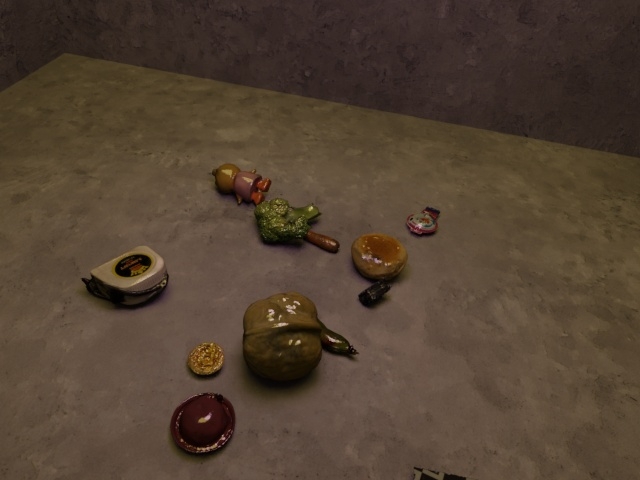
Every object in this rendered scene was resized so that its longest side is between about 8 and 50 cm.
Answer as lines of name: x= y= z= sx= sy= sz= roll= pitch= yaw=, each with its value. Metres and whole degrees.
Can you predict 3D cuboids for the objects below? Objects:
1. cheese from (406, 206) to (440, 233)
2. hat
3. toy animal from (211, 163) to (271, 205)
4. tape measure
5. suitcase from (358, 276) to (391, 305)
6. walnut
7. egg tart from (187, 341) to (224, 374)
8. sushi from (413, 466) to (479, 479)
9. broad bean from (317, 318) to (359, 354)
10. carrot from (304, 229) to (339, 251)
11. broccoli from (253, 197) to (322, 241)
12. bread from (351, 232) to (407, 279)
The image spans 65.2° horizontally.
cheese: x=0.509 y=-0.102 z=2.438 sx=0.155 sy=0.062 sz=0.244 roll=26 pitch=43 yaw=22
hat: x=-0.355 y=0.541 z=1.521 sx=0.205 sy=0.089 sz=0.205 roll=5 pitch=40 yaw=-4
toy animal: x=-0.399 y=-0.280 z=2.416 sx=0.281 sy=0.169 sz=0.195 roll=21 pitch=77 yaw=18
tape measure: x=-0.715 y=0.157 z=1.882 sx=0.271 sy=0.133 sz=0.231 roll=-30 pitch=46 yaw=-34
suitcase: x=0.215 y=0.205 z=2.009 sx=0.126 sy=0.086 sz=0.059 roll=-26 pitch=77 yaw=-34
walnut: x=-0.131 y=0.321 z=1.687 sx=0.277 sy=0.253 sz=0.282 roll=-1 pitch=39 yaw=-22
egg tart: x=-0.388 y=0.407 z=1.704 sx=0.128 sy=0.049 sz=0.129 roll=1 pitch=45 yaw=-1
sushi: x=0.414 y=0.812 z=1.367 sx=0.339 sy=0.069 sz=0.320 roll=11 pitch=32 yaw=3
broad bean: x=0.000 y=0.335 z=1.842 sx=0.339 sy=0.061 sz=0.077 roll=34 pitch=39 yaw=26
carrot: x=0.000 y=0.000 z=2.237 sx=0.186 sy=0.060 sz=0.060 roll=23 pitch=42 yaw=19
broccoli: x=-0.140 y=-0.108 z=2.211 sx=0.302 sy=0.186 sz=0.254 roll=-16 pitch=31 yaw=-1
bread: x=0.248 y=0.078 z=2.133 sx=0.244 sy=0.134 sz=0.244 roll=3 pitch=42 yaw=-2
